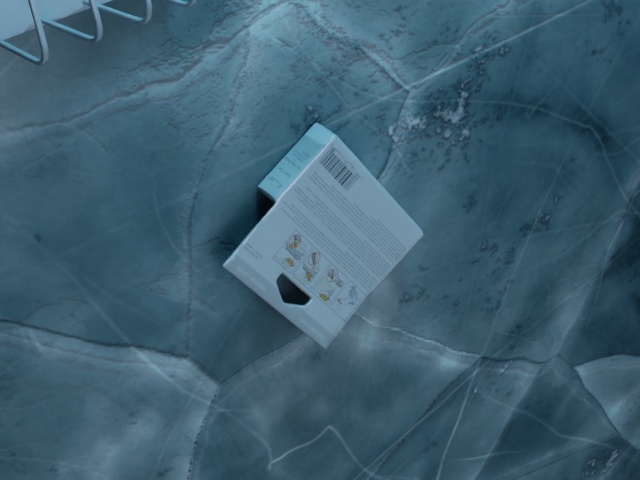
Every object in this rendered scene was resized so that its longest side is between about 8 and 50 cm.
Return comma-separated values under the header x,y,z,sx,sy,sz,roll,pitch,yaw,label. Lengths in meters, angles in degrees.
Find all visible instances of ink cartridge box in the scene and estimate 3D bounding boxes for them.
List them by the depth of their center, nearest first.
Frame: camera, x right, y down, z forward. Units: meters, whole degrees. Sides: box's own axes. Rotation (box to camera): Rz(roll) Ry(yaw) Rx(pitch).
x,y,z,sx,sy,sz,roll,pitch,yaw,label
0.000,0.000,1.575,0.261,0.066,0.296,-49,133,-3,ink cartridge box

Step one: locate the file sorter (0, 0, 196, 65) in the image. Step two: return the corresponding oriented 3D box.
x,y,z,sx,sy,sz,roll,pitch,yaw,label
-0.249,-0.334,1.094,0.277,0.173,0.193,-30,130,-30,file sorter
